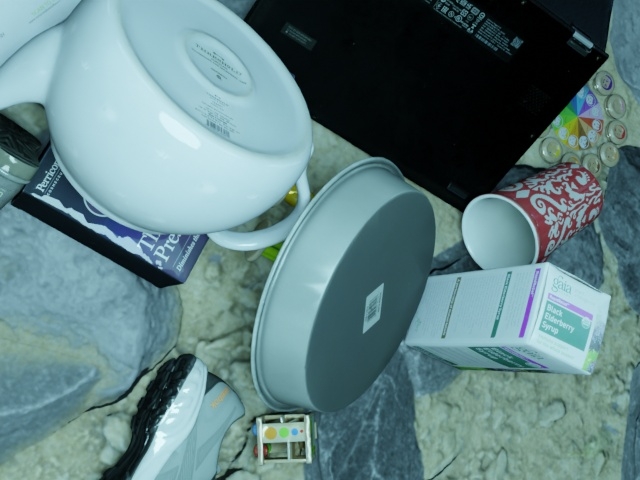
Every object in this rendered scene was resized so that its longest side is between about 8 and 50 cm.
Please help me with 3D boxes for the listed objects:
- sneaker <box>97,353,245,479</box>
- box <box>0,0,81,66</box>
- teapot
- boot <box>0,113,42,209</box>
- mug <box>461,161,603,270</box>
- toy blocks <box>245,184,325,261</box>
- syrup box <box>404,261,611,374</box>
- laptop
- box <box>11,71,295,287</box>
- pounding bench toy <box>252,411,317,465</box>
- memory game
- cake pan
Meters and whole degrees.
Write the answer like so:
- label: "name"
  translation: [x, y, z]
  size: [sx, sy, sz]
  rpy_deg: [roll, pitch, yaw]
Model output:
- label: "sneaker"
  translation: [-0.166, 0.254, 0.888]
  size: [0.108, 0.100, 0.271]
  rpy_deg: [38, 70, -24]
- label: "box"
  translation: [-0.371, -0.279, 0.804]
  size: [0.232, 0.058, 0.322]
  rpy_deg: [-43, 88, -18]
- label: "teapot"
  translation: [-0.141, -0.094, 0.780]
  size: [0.256, 0.187, 0.252]
  rpy_deg: [52, 31, 6]
- label: "boot"
  translation: [-0.352, -0.020, 0.821]
  size: [0.076, 0.189, 0.208]
  rpy_deg: [34, 98, -24]
- label: "mug"
  translation: [0.271, -0.023, 1.134]
  size: [0.169, 0.150, 0.113]
  rpy_deg: [-27, 69, -37]
- label: "toy blocks"
  translation: [0.000, 0.000, 1.017]
  size: [0.148, 0.054, 0.123]
  rpy_deg: [27, 73, -22]
- label: "syrup box"
  translation: [0.207, 0.093, 1.007]
  size: [0.093, 0.237, 0.096]
  rpy_deg: [25, 74, -23]
- label: "laptop"
  translation: [0.147, -0.320, 1.084]
  size: [0.382, 0.236, 0.408]
  rpy_deg: [30, 114, -19]
- label: "box"
  translation: [-0.172, -0.108, 0.920]
  size: [0.184, 0.103, 0.261]
  rpy_deg: [31, 72, -17]
- label: "pounding bench toy"
  translation: [-0.039, 0.220, 0.980]
  size: [0.065, 0.083, 0.052]
  rpy_deg: [-4, 83, 5]
- label: "memory game"
  translation: [0.366, -0.176, 1.239]
  size: [0.186, 0.012, 0.186]
  rpy_deg: [3, 83, -26]
- label: "cake pan"
  translation: [0.037, 0.058, 0.928]
  size: [0.293, 0.054, 0.293]
  rpy_deg: [-41, 143, -40]
